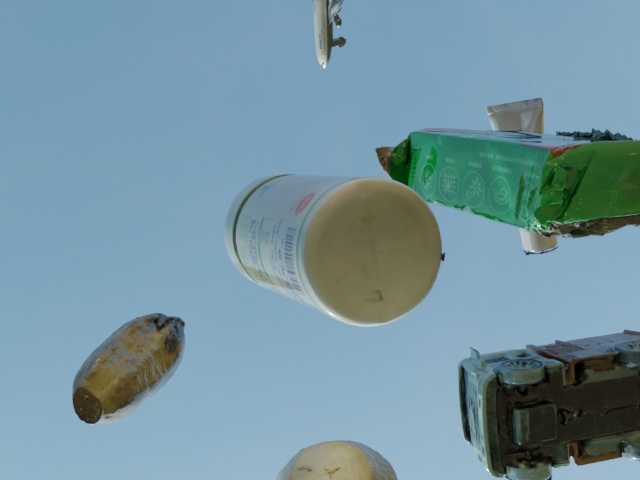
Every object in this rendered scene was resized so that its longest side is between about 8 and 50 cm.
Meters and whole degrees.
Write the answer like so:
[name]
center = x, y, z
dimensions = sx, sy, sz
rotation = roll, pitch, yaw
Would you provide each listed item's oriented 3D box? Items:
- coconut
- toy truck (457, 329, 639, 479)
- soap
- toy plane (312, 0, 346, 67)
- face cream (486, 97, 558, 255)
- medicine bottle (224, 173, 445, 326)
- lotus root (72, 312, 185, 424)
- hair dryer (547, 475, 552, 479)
[coconut]
center = 0.032, 0.414, 1.340
dimensions = 0.202, 0.202, 0.222
rotation = -28, -54, -20
[toy truck]
center = 0.309, 0.176, 1.060
dimensions = 0.305, 0.162, 0.136
rotation = -7, -83, -12
[soap]
center = 0.219, -0.069, 0.982
dimensions = 0.218, 0.273, 0.098
rotation = -7, -77, -25
[toy plane]
center = 0.004, -0.367, 1.339
dimensions = 0.058, 0.226, 0.226
rotation = -22, -58, -15
[face cream]
center = 0.328, -0.100, 1.427
dimensions = 0.058, 0.092, 0.244
rotation = -33, -67, -52
[medicine bottle]
center = 0.000, 0.000, 0.579
dimensions = 0.086, 0.183, 0.086
rotation = -2, -85, -20
[lotus root]
center = -0.283, 0.187, 1.334
dimensions = 0.110, 0.258, 0.097
rotation = 33, -62, 7
[hair dryer]
center = 0.320, 0.450, 1.425
dimensions = 0.070, 0.128, 0.255
rotation = -3, -62, -24
